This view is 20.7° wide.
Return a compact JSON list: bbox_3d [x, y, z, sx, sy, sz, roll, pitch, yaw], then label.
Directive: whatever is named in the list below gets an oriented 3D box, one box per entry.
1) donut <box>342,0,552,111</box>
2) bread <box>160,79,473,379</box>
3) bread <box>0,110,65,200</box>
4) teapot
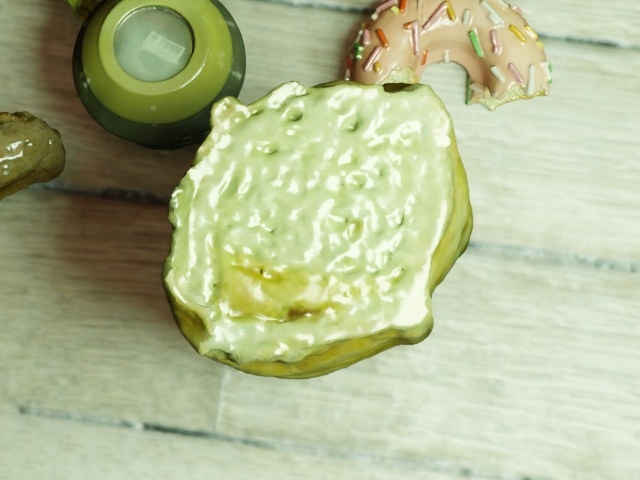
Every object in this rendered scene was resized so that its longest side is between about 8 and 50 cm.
[{"bbox_3d":[0.095,-0.153,1.360,0.166,0.065,0.117,-9,80,-3],"label":"donut"},{"bbox_3d":[0.002,-0.006,1.237,0.238,0.252,0.196,-15,80,-6],"label":"bread"},{"bbox_3d":[-0.252,-0.061,1.335,0.113,0.082,0.060,-26,77,-8],"label":"bread"},{"bbox_3d":[-0.133,-0.141,1.329,0.166,0.119,0.130,43,79,10],"label":"teapot"}]
